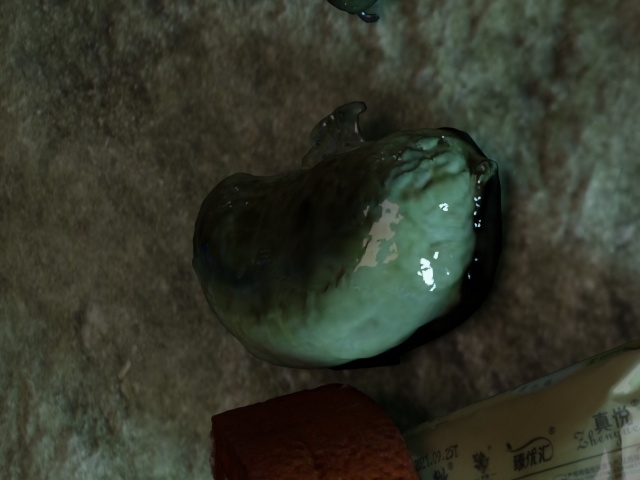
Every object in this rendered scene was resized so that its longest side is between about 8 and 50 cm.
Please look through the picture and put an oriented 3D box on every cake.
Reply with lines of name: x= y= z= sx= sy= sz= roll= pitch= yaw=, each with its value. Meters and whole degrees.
cake: x=-0.012 y=0.223 z=0.865 sx=0.283 sy=0.151 sz=0.177 roll=177 pitch=79 yaw=-77

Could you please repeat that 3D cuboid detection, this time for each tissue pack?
tissue pack: x=0.187 y=0.203 z=0.754 sx=0.257 sy=0.123 sz=0.215 roll=-31 pitch=66 yaw=39

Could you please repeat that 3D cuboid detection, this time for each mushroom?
mushroom: x=-0.002 y=0.000 z=0.942 sx=0.344 sy=0.130 sz=0.247 roll=2 pitch=94 yaw=44

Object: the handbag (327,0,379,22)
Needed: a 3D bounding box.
handbag: x=0.044 y=-0.258 z=0.960 sx=0.072 sy=0.047 sz=0.111 roll=39 pitch=115 yaw=44
